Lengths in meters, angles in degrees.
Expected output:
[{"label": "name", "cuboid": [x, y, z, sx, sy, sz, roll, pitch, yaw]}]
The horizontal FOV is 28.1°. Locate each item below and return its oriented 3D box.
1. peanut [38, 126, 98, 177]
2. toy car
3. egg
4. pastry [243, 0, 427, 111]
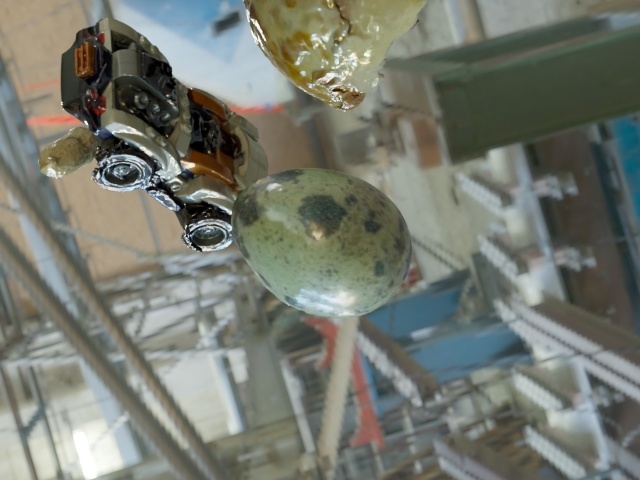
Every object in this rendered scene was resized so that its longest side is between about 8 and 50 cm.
[{"label": "peanut", "cuboid": [-0.222, -0.078, 1.133, 0.083, 0.037, 0.037, -41, -63, -66]}, {"label": "toy car", "cuboid": [-0.169, -0.117, 1.414, 0.301, 0.118, 0.193, 42, -149, -47]}, {"label": "egg", "cuboid": [0.000, 0.000, 1.240, 0.141, 0.182, 0.141, -156, 90, -84]}, {"label": "pastry", "cuboid": [-0.009, -0.287, 1.452, 0.236, 0.170, 0.256, -59, 45, 30]}]
